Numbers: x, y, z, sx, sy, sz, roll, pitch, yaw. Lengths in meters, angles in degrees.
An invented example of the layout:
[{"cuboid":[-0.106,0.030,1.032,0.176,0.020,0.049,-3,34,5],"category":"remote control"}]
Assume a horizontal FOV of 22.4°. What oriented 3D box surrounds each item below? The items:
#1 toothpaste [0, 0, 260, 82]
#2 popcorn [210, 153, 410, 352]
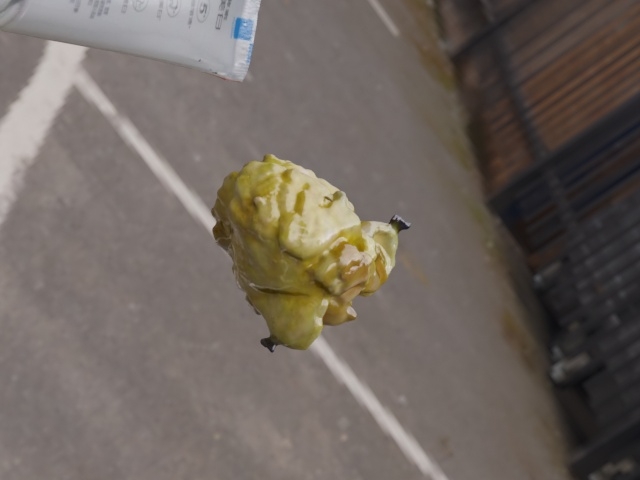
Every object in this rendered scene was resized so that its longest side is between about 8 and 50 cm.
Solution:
[{"cuboid":[-0.074,-0.086,0.580,0.031,0.048,0.190,14,8,27],"category":"toothpaste"},{"cuboid":[0.000,0.000,0.667,0.084,0.084,0.084,51,12,-16],"category":"popcorn"}]
